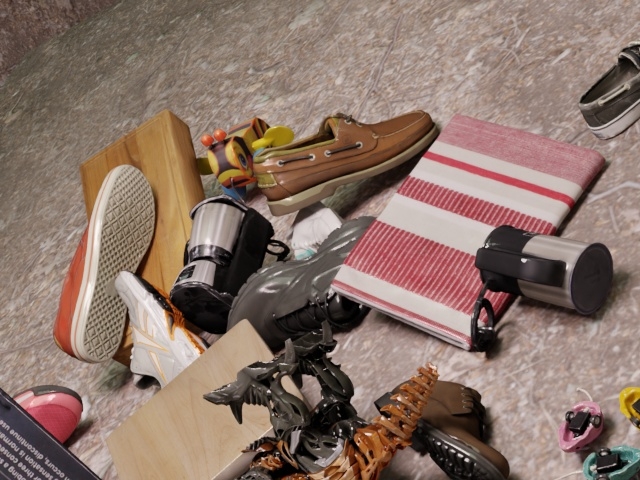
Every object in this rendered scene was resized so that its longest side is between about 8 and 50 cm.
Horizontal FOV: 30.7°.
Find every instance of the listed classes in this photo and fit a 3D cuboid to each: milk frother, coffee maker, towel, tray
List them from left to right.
[{"bbox_3d":[-0.286,-0.010,1.958,0.203,0.076,0.410,-30,51,18],"label":"tray"},{"bbox_3d":[-0.131,0.045,1.757,0.120,0.171,0.178,126,159,-51],"label":"coffee maker"},{"bbox_3d":[0.192,-0.020,1.532,0.237,0.037,0.329,21,63,37],"label":"towel"},{"bbox_3d":[0.247,0.066,1.353,0.129,0.143,0.135,-17,20,-39],"label":"milk frother"}]

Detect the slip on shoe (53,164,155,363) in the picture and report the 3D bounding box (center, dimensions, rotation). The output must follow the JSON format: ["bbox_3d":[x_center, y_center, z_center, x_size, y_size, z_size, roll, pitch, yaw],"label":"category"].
[{"bbox_3d":[-0.351,0.033,1.858,0.101,0.123,0.331,-1,70,38],"label":"slip on shoe"}]

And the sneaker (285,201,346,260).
[{"bbox_3d":[0.000,0.000,1.768,0.094,0.080,0.212,-46,18,-2],"label":"sneaker"}]

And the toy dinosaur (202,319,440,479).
[{"bbox_3d":[0.005,0.217,1.293,0.322,0.218,0.164,-35,-8,12],"label":"toy dinosaur"}]

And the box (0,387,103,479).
[{"bbox_3d":[-0.529,0.408,1.457,0.472,0.297,0.480,-48,13,-18],"label":"box"}]

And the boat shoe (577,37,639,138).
[{"bbox_3d":[0.437,-0.232,1.569,0.219,0.070,0.078,-44,28,-8],"label":"boat shoe"}]

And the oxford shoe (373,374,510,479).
[{"bbox_3d":[0.147,0.199,1.279,0.096,0.082,0.227,-37,29,-10],"label":"oxford shoe"}]

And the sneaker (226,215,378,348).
[{"bbox_3d":[-0.011,0.080,1.627,0.286,0.109,0.130,-36,34,12],"label":"sneaker"}]

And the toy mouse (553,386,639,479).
[{"bbox_3d":[0.281,0.204,1.157,0.143,0.031,0.161,-43,27,-7],"label":"toy mouse"}]

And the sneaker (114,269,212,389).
[{"bbox_3d":[-0.253,0.152,1.742,0.121,0.099,0.262,-47,54,4],"label":"sneaker"}]

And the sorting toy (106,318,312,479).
[{"bbox_3d":[-0.134,0.260,1.518,0.255,0.089,0.257,-41,28,-3],"label":"sorting toy"}]

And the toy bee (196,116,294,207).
[{"bbox_3d":[-0.136,-0.149,2.047,0.195,0.162,0.298,-30,29,2],"label":"toy bee"}]

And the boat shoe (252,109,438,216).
[{"bbox_3d":[0.042,-0.147,1.813,0.307,0.104,0.111,-28,16,-18],"label":"boat shoe"}]

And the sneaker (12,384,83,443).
[{"bbox_3d":[-0.479,0.356,1.809,0.314,0.116,0.136,-41,37,11],"label":"sneaker"}]
